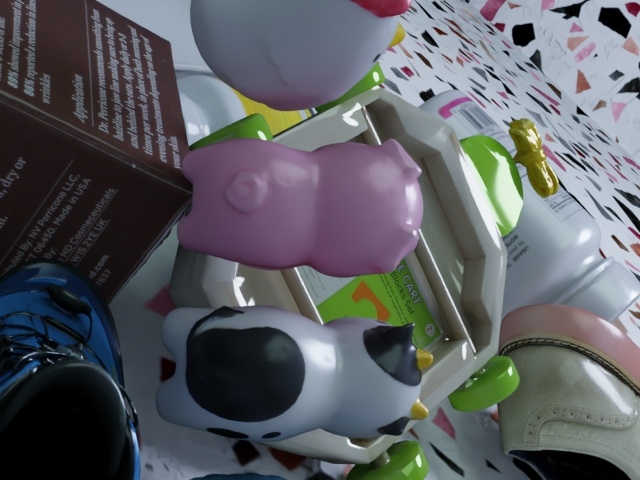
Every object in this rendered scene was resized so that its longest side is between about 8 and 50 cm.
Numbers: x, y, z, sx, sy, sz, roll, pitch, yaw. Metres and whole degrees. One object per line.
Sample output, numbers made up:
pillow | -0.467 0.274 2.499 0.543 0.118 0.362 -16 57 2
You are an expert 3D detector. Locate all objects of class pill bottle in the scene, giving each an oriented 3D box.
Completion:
pill bottle | 0.182 -0.005 1.061 0.283 0.160 0.160 48 24 15
pill bottle | -0.084 -0.084 0.866 0.103 0.103 0.184 50 24 20

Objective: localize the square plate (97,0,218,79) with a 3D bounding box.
square plate | -0.225 -0.268 1.046 0.344 0.049 0.347 48 24 18

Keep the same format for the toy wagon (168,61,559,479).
toy wagon | 0.054 0.008 0.744 0.344 0.068 0.267 -33 102 -40

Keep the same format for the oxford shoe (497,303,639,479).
oxford shoe | 0.286 0.218 0.920 0.397 0.140 0.147 36 54 -23

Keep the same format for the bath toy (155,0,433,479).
bath toy | 0.000 0.000 0.578 0.151 0.129 0.348 6 84 -49

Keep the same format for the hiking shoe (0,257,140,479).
hiking shoe | -0.119 0.092 0.465 0.113 0.132 0.304 30 25 -23

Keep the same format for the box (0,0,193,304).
box | -0.270 -0.110 0.591 0.381 0.143 0.191 28 27 -31
